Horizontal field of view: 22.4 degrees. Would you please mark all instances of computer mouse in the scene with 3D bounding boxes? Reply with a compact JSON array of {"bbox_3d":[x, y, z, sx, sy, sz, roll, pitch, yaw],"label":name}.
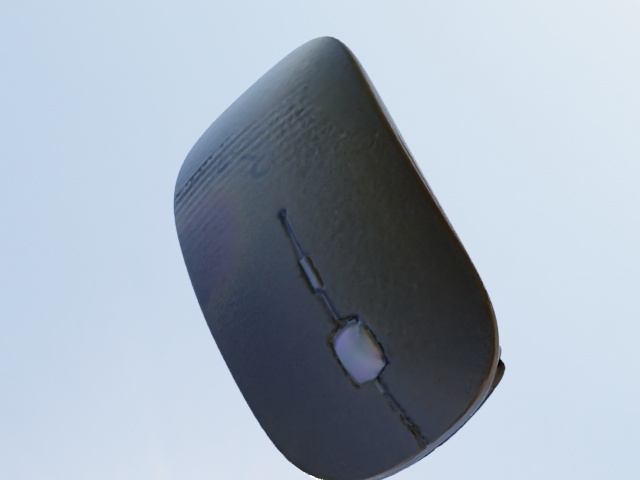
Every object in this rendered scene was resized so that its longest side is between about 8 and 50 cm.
[{"bbox_3d":[0.000,0.000,0.753,0.056,0.126,0.245,33,-155,-45],"label":"computer mouse"}]
